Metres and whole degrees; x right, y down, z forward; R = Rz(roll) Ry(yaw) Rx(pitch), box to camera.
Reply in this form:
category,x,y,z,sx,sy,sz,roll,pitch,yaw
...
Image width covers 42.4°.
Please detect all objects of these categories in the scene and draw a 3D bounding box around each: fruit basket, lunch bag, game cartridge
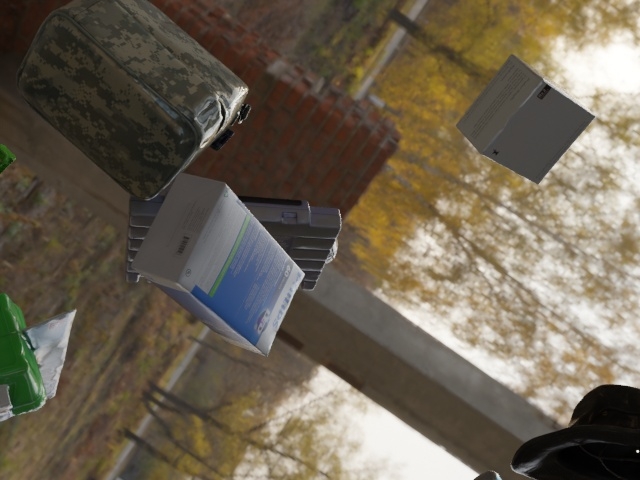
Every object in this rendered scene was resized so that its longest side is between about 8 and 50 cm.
category,x,y,z,sx,sy,sz,roll,pitch,yaw
fruit basket,-0.496,0.213,1.091,0.327,0.165,0.353,-14,153,-29
lunch bag,-0.275,-0.250,1.307,0.212,0.305,0.256,-43,-170,41
game cartridge,-0.159,0.004,1.446,0.230,0.354,0.068,111,-22,-51

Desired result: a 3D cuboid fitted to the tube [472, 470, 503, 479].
category,x,y,z,sx,sy,sz,roll,pitch,yaw
tube,0.240,0.352,0.920,0.080,0.207,0.052,-38,-177,23

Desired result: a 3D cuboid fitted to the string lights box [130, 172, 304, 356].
category,x,y,z,sx,sy,sz,roll,pitch,yaw
string lights box,-0.120,0.039,1.062,0.133,0.076,0.260,-65,151,-18

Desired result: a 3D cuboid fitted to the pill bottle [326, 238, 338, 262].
category,x,y,z,sx,sy,sz,roll,pitch,yaw
pill bottle,0.000,0.000,1.910,0.078,0.078,0.137,-55,162,-15

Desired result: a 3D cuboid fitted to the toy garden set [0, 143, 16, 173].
category,x,y,z,sx,sy,sz,roll,pitch,yaw
toy garden set,-0.792,-0.200,1.728,0.203,0.244,0.049,-38,-161,19

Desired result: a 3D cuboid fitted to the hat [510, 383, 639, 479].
category,x,y,z,sx,sy,sz,roll,pitch,yaw
hat,0.460,0.301,1.280,0.331,0.331,0.134,126,-22,-56

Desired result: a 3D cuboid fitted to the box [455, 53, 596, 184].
category,x,y,z,sx,sy,sz,roll,pitch,yaw
box,0.402,-0.235,1.621,0.181,0.181,0.119,-53,-142,21
